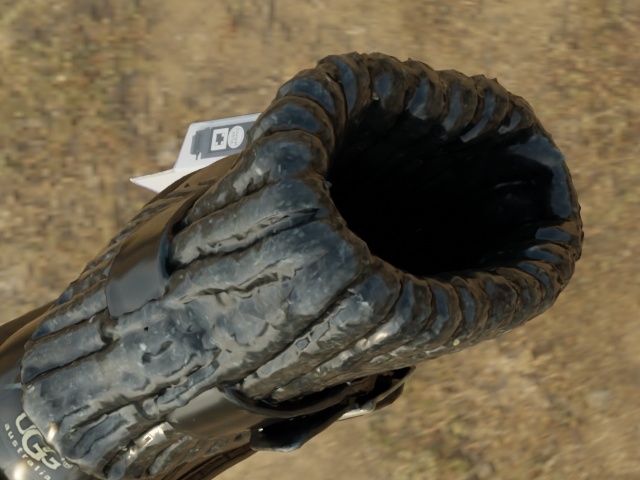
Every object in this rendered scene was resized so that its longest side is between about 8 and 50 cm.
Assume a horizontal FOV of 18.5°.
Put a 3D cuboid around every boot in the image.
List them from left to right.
[{"bbox_3d":[0.002,0.004,0.845,0.260,0.348,0.131,-37,94,33],"label":"boot"}]

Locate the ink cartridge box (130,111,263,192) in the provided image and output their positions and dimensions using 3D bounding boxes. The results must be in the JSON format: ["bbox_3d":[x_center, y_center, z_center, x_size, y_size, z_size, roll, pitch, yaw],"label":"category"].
[{"bbox_3d":[0.007,-0.036,1.408,0.208,0.206,0.045,-6,67,44],"label":"ink cartridge box"}]
